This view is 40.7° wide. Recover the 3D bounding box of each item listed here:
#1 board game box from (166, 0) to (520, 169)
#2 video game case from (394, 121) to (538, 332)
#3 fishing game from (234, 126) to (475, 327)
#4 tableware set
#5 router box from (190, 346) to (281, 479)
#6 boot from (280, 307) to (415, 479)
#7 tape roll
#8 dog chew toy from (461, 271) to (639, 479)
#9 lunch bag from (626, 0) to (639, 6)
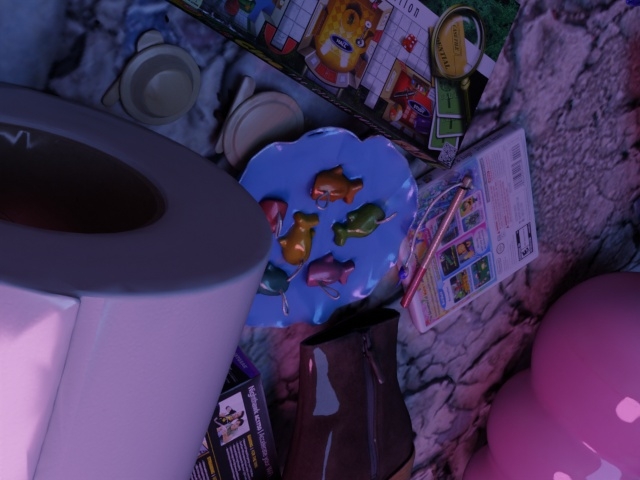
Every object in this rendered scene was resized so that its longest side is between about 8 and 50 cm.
[{"bbox_3d":[0.022,-0.158,0.555,0.259,0.030,0.136,25,85,-38],"label":"board game box"},{"bbox_3d":[0.130,-0.008,0.769,0.143,0.019,0.157,-31,133,-14],"label":"video game case"},{"bbox_3d":[0.000,0.000,0.649,0.264,0.041,0.189,3,123,-34],"label":"fishing game"},{"bbox_3d":[-0.052,-0.121,0.569,0.168,0.020,0.141,24,104,-43],"label":"tableware set"},{"bbox_3d":[-0.103,0.190,0.719,0.133,0.046,0.179,-24,130,-22],"label":"router box"},{"bbox_3d":[-0.013,0.180,0.715,0.248,0.090,0.207,-21,113,-45],"label":"boot"},{"bbox_3d":[-0.164,0.036,0.441,0.246,0.246,0.169,5,116,-37],"label":"tape roll"},{"bbox_3d":[0.267,0.194,0.882,0.206,0.207,0.332,18,115,-41],"label":"dog chew toy"},{"bbox_3d":[0.316,-0.270,0.680,0.128,0.096,0.151,-19,113,-21],"label":"lunch bag"}]
